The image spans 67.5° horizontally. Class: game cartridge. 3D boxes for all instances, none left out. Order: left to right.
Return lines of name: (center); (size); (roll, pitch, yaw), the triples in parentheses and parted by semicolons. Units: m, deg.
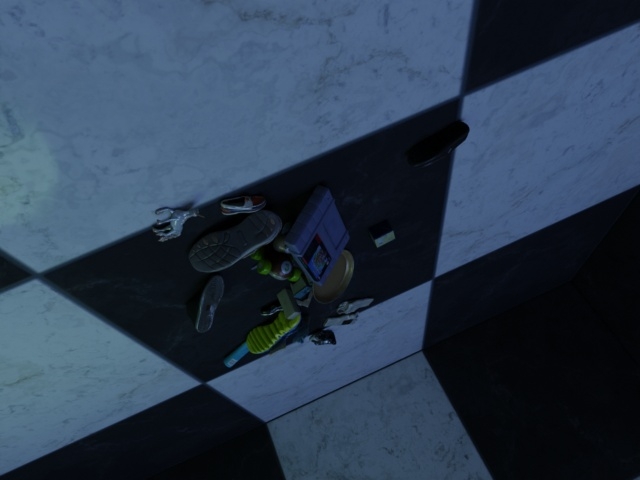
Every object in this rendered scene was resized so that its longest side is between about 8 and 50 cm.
game cartridge: (0.000, 0.000, 1.622); (0.230, 0.068, 0.355); (-64, 156, -18)

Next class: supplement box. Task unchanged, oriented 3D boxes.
supplement box: (0.242, -0.025, 1.887); (0.083, 0.056, 0.083); (-27, 150, 1)

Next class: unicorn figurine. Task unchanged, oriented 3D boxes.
unicorn figurine: (-0.408, -0.054, 1.349); (0.111, 0.060, 0.162); (-6, 161, -32)

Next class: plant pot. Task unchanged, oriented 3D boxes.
plant pot: (0.045, 0.141, 1.927); (0.236, 0.032, 0.236); (-26, 128, -38)

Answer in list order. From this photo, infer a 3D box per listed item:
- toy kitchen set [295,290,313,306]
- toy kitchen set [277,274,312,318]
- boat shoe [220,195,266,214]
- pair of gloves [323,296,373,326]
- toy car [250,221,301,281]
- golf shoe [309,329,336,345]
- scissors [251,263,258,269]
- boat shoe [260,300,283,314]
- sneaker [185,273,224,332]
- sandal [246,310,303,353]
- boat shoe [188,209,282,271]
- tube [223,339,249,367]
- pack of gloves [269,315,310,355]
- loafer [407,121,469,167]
toy kitchen set: (-0.088, 0.239, 2.079); (0.083, 0.068, 0.075); (23, 85, -18)
toy kitchen set: (-0.040, 0.228, 2.000); (0.207, 0.122, 0.166); (-40, 147, 23)
boat shoe: (-0.226, -0.110, 1.406); (0.137, 0.049, 0.043); (-12, 145, -15)
pair of gloves: (0.146, 0.372, 2.452); (0.204, 0.042, 0.240); (0, 140, -37)
toy car: (-0.117, 0.026, 1.623); (0.155, 0.149, 0.188); (18, 117, -39)
golf shoe: (0.013, 0.526, 2.574); (0.094, 0.077, 0.198); (-23, 149, 24)
scissors: (-0.120, 0.025, 1.729); (0.297, 0.021, 0.109); (-21, 150, -7)
boat shoe: (-0.195, 0.283, 2.049); (0.133, 0.049, 0.042); (-17, 122, -3)
sneaker: (-0.426, 0.207, 1.725); (0.083, 0.118, 0.221); (10, 105, -45)
sandal: (-0.196, 0.418, 2.185); (0.318, 0.126, 0.138); (-33, 155, 15)
boat shoe: (-0.257, 0.009, 1.495); (0.325, 0.123, 0.116); (-22, 177, 14)
tube: (-0.375, 0.526, 2.287); (0.207, 0.052, 0.080); (-41, 152, 15)
pack of gloves: (-0.130, 0.451, 2.217); (0.195, 0.046, 0.232); (-28, -168, 8)
loafer: (0.387, -0.295, 1.554); (0.220, 0.080, 0.078); (-29, 150, 5)
